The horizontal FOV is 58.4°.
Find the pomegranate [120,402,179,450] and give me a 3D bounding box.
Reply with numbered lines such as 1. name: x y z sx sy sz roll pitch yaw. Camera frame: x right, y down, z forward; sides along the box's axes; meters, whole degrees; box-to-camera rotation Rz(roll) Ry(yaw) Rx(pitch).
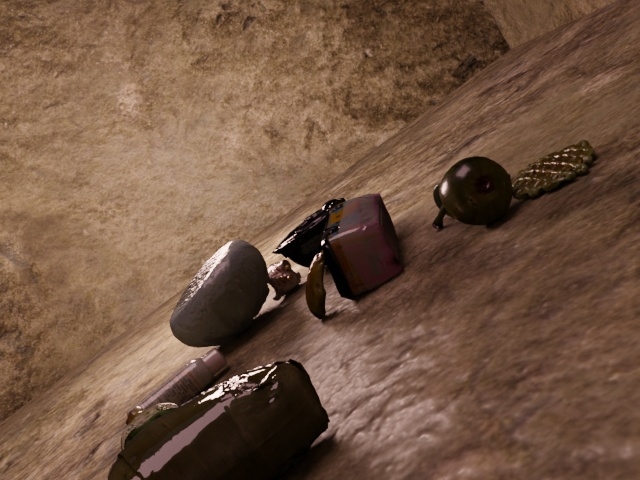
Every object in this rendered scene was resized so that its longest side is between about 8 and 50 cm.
1. pomegranate: -0.334 0.400 1.166 0.143 0.122 0.169 -39 12 -38

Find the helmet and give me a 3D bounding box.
1. helmet: 0.000 0.000 1.758 0.279 0.160 0.230 -40 8 13

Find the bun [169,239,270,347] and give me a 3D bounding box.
1. bun: -0.285 0.170 1.706 0.362 0.211 0.362 -45 12 12

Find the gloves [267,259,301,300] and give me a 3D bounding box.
1. gloves: -0.119 0.119 1.791 0.110 0.094 0.144 -43 30 7

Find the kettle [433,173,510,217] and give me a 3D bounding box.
1. kettle: 0.367 -0.138 1.411 0.148 0.098 0.127 -38 5 -31

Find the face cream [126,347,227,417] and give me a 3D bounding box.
1. face cream: -0.355 0.376 1.450 0.269 0.082 0.082 -38 11 -17

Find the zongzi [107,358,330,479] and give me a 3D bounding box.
1. zongzi: -0.182 0.327 0.938 0.356 0.174 0.393 -35 4 -19

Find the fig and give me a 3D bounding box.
1. fig: 0.329 -0.098 1.299 0.151 0.151 0.259 -38 -3 -10

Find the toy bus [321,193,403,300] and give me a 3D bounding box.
1. toy bus: 0.112 -0.004 1.467 0.163 0.171 0.386 -19 15 9

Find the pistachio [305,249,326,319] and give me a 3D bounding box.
1. pistachio: -0.011 0.106 1.347 0.049 0.172 0.089 -1 16 -4

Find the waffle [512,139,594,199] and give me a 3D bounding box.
1. waffle: 0.496 -0.150 1.231 0.184 0.036 0.169 -28 15 35
